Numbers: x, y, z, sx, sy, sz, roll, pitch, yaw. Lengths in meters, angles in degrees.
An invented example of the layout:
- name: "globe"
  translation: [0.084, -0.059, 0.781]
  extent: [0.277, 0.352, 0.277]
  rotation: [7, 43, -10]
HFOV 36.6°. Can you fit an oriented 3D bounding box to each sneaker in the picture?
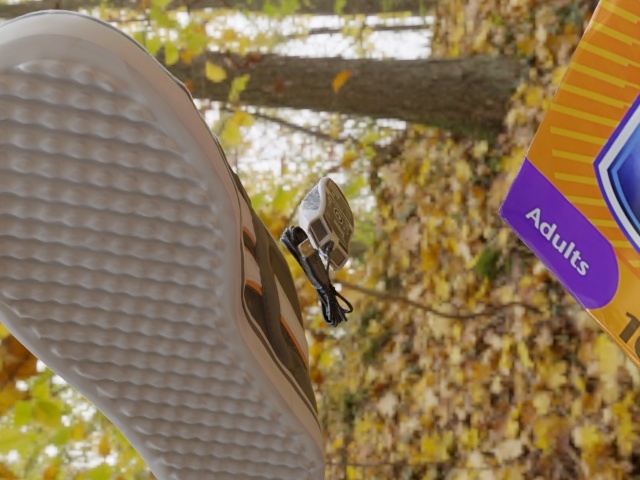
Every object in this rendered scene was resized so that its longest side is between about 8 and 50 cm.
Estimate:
- name: "sneaker"
  translation: [-0.087, 0.011, 0.500]
  extent: [0.127, 0.126, 0.321]
  rotation: [-104, -3, -49]

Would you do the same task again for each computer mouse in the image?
- name: "computer mouse"
  translation: [0.000, 0.000, 0.991]
  extent: [0.106, 0.042, 0.193]
  rotation: [56, -160, -20]

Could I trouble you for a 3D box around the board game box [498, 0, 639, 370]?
- name: "board game box"
  translation: [0.359, -0.057, 0.367]
  extent: [0.356, 0.356, 0.356]
  rotation: [52, 148, 27]
